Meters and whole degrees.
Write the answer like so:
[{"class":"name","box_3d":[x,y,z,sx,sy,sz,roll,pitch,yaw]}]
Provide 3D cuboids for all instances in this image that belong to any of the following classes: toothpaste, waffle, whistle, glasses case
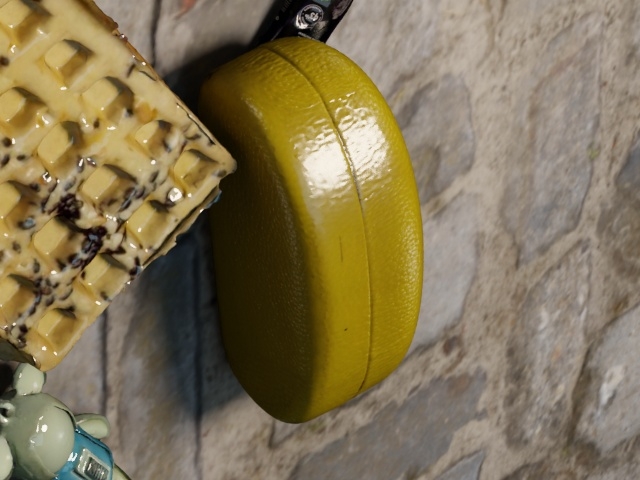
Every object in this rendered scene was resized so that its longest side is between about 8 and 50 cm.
[{"class":"toothpaste","box_3d":[-0.004,-0.198,1.713,0.071,0.045,0.193,22,107,-45]},{"class":"waffle","box_3d":[-0.253,-0.080,1.504,0.261,0.114,0.376,-49,138,-7]},{"class":"whistle","box_3d":[-0.225,0.192,1.740,0.235,0.077,0.114,50,50,-53]},{"class":"glasses case","box_3d":[0.000,0.000,1.731,0.141,0.173,0.371,-27,135,-25]}]
